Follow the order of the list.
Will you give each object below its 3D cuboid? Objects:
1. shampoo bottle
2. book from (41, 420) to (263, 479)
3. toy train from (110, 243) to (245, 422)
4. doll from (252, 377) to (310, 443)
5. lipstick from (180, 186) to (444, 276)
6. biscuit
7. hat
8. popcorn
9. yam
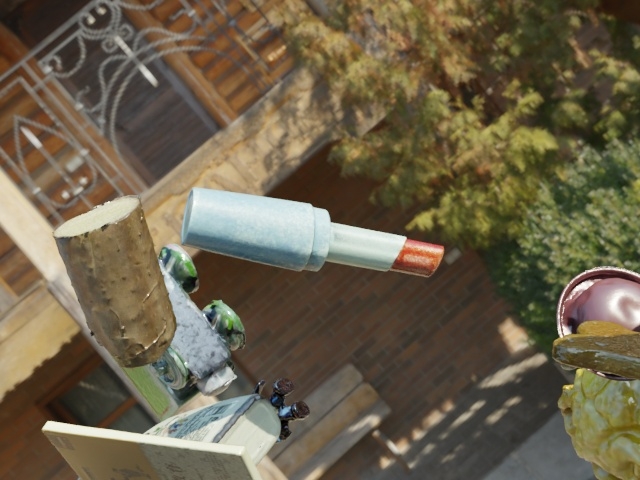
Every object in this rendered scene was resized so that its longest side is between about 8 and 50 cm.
[{"bbox_3d":[-0.184,0.266,0.937,0.284,0.071,0.153,-23,13,40],"label":"shampoo bottle"},{"bbox_3d":[-0.122,0.187,0.609,0.172,0.118,0.012,1,44,20],"label":"book"},{"bbox_3d":[-0.279,0.157,1.365,0.173,0.307,0.249,-35,-7,-36],"label":"toy train"},{"bbox_3d":[-0.098,0.258,1.022,0.195,0.096,0.070,-42,-20,24],"label":"doll"},{"bbox_3d":[0.000,0.000,0.781,0.061,0.274,0.068,121,154,-49],"label":"lipstick"},{"bbox_3d":[0.438,0.159,0.933,0.301,0.049,0.197,10,15,39],"label":"biscuit"},{"bbox_3d":[0.484,0.125,1.247,0.205,0.205,0.089,-42,-24,-23],"label":"hat"},{"bbox_3d":[0.630,0.355,1.418,0.349,0.382,0.349,1,-13,0],"label":"popcorn"},{"bbox_3d":[-0.293,0.061,1.131,0.129,0.238,0.128,-7,30,11],"label":"yam"}]
